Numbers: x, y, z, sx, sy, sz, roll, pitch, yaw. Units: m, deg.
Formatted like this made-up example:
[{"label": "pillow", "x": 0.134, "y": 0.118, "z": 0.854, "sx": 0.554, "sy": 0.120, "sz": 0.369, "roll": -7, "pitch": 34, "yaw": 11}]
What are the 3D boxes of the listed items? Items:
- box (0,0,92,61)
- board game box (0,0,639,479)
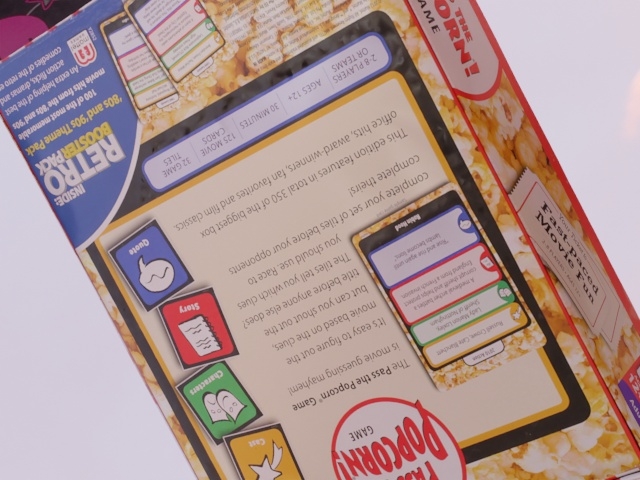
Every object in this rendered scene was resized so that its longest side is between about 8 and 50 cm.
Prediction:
[{"label": "box", "x": -0.068, "y": -0.124, "z": 0.671, "sx": 0.163, "sy": 0.142, "sz": 0.247, "roll": -29, "pitch": -33, "yaw": 13}, {"label": "board game box", "x": 0.000, "y": 0.000, "z": 0.443, "sx": 0.146, "sy": 0.194, "sz": 0.045, "roll": -25, "pitch": 4, "yaw": 31}]
